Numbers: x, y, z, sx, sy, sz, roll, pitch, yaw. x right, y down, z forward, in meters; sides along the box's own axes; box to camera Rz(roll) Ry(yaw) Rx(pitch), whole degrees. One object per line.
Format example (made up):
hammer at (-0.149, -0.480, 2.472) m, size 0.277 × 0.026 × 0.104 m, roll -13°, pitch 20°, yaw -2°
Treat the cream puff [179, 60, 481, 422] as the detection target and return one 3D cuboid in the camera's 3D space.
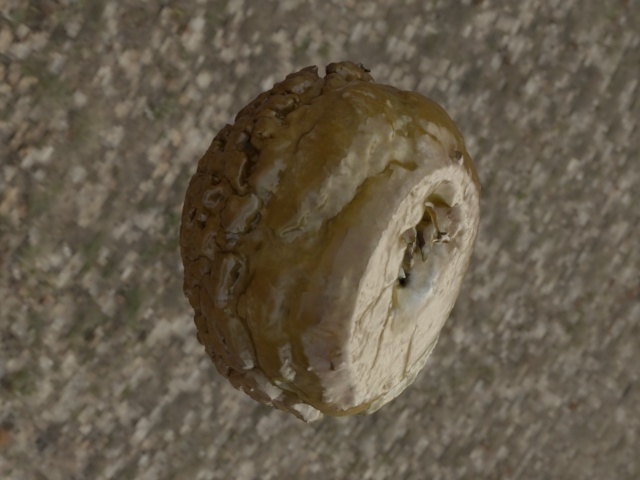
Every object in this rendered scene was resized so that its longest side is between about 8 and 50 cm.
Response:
cream puff at (0.000, 0.000, 1.260) m, size 0.327 × 0.231 × 0.343 m, roll -64°, pitch 154°, yaw -14°
